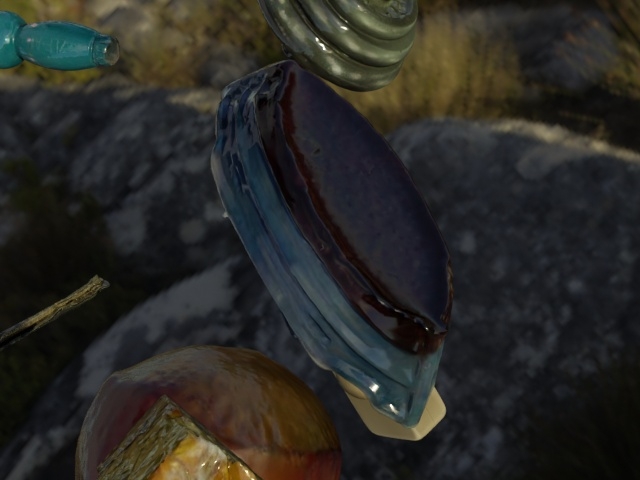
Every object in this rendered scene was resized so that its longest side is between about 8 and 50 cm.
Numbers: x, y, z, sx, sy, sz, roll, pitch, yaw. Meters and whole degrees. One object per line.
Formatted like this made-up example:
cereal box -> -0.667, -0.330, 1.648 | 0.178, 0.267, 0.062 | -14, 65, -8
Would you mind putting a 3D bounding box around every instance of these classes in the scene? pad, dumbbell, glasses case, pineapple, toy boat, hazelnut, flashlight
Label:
pad -> -0.374, 0.116, 1.783 | 0.174, 0.022, 0.233 | -33, 2, -39
dumbbell -> 0.099, -0.293, 1.341 | 0.406, 0.179, 0.179 | -39, 29, 36
glasses case -> 0.065, 0.162, 2.271 | 0.076, 0.336, 0.144 | -41, 22, -29
pineapple -> -0.070, 0.181, 0.937 | 0.114, 0.236, 0.186 | -43, 48, -15
toy boat -> 0.000, 0.000, 1.057 | 0.309, 0.129, 0.142 | 61, 142, 22
hazelnut -> -0.164, 0.353, 2.089 | 0.353, 0.421, 0.421 | 9, 55, 21
flashlight -> -0.231, -0.164, 1.211 | 0.129, 0.051, 0.051 | 10, 56, 22

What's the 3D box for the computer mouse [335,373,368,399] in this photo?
computer mouse -> 0.054, 0.074, 1.751 | 0.082, 0.145, 0.236 | -5, 74, 10
